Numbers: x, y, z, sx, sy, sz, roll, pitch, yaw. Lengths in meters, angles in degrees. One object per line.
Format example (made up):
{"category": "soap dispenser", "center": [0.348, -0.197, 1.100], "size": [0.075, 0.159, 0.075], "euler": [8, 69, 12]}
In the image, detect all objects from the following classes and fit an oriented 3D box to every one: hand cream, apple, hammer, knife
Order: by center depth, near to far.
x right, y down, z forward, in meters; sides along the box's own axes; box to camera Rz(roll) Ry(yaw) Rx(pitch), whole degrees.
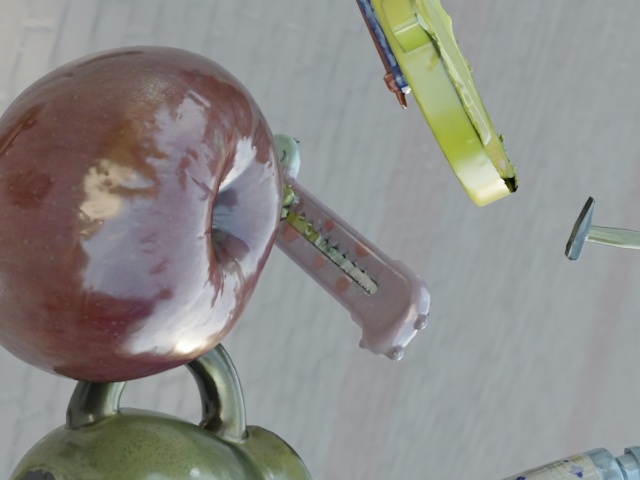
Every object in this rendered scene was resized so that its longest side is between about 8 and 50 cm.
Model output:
{"category": "hand cream", "center": [0.143, 0.176, 1.145], "size": [0.065, 0.171, 0.043], "euler": [-169, -114, -76]}
{"category": "apple", "center": [-0.175, -0.024, 1.477], "size": [0.306, 0.235, 0.305], "euler": [7, 90, -68]}
{"category": "hammer", "center": [0.325, 0.000, 1.577], "size": [0.013, 0.199, 0.062], "euler": [-123, -136, -61]}
{"category": "knife", "center": [0.000, 0.000, 1.766], "size": [0.038, 0.398, 0.132], "euler": [32, 96, -40]}

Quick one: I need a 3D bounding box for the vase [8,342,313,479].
{"category": "vase", "center": [-0.142, 0.231, 1.610], "size": [0.302, 0.241, 0.329], "euler": [-2, 87, -44]}

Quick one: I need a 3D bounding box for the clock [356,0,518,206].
{"category": "clock", "center": [0.090, -0.160, 1.530], "size": [0.293, 0.071, 0.277], "euler": [56, 14, -36]}
